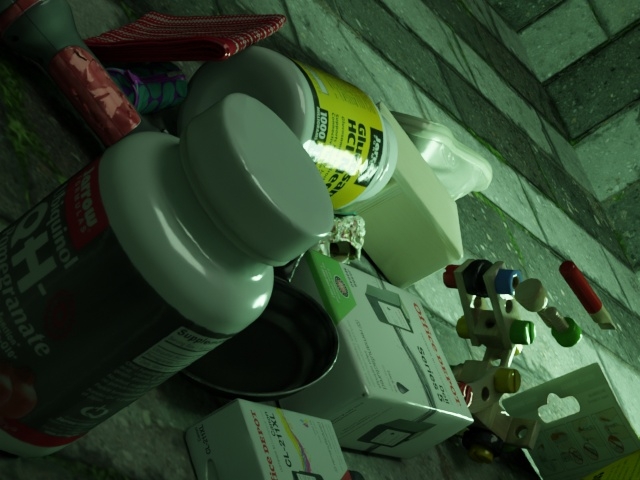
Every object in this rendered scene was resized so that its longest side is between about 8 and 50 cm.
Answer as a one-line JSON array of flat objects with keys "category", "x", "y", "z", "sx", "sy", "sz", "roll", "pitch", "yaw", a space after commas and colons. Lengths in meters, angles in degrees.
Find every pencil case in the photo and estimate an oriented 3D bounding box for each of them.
[{"category": "pencil case", "x": -0.215, "y": -0.180, "z": 1.505, "sx": 0.064, "sy": 0.070, "sz": 0.152, "roll": 57, "pitch": 22, "yaw": -1}]

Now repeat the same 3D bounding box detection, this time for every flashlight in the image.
[{"category": "flashlight", "x": -0.256, "y": -0.171, "z": 1.366, "sx": 0.304, "sy": 0.103, "sz": 0.103, "roll": 53, "pitch": 48, "yaw": -12}]

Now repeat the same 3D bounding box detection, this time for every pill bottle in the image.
[{"category": "pill bottle", "x": -0.150, "y": 0.025, "z": 1.006, "sx": 0.176, "sy": 0.319, "sz": 0.176, "roll": 45, "pitch": 23, "yaw": -26}, {"category": "pill bottle", "x": -0.027, "y": -0.137, "z": 1.685, "sx": 0.334, "sy": 0.188, "sz": 0.188, "roll": 8, "pitch": 52, "yaw": -62}]

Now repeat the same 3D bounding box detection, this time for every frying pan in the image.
[{"category": "frying pan", "x": -0.085, "y": 0.062, "z": 1.369, "sx": 0.197, "sy": 0.053, "sz": 0.326, "roll": 7, "pitch": 35, "yaw": -11}]

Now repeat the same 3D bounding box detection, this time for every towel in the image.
[{"category": "towel", "x": -0.168, "y": -0.255, "z": 1.566, "sx": 0.275, "sy": 0.199, "sz": 0.031, "roll": -53, "pitch": 143, "yaw": -68}]

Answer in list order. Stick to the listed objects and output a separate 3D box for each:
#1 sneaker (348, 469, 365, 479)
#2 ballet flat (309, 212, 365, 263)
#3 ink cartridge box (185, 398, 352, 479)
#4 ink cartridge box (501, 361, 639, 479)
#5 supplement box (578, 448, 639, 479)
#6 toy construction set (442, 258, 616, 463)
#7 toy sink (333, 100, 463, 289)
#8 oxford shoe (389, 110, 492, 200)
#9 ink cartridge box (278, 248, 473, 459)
[{"category": "sneaker", "x": 0.118, "y": 0.363, "z": 1.382, "sx": 0.300, "sy": 0.121, "sz": 0.111, "roll": 53, "pitch": 21, "yaw": -9}, {"category": "ballet flat", "x": 0.000, "y": 0.000, "z": 1.707, "sx": 0.241, "sy": 0.091, "sz": 0.077, "roll": -2, "pitch": 84, "yaw": -61}, {"category": "ink cartridge box", "x": -0.042, "y": 0.240, "z": 1.276, "sx": 0.175, "sy": 0.072, "sz": 0.127, "roll": 25, "pitch": 39, "yaw": -55}, {"category": "ink cartridge box", "x": 0.465, "y": 0.364, "z": 1.916, "sx": 0.091, "sy": 0.308, "sz": 0.385, "roll": -27, "pitch": 83, "yaw": -26}, {"category": "supplement box", "x": 0.433, "y": 0.400, "z": 1.685, "sx": 0.194, "sy": 0.357, "sz": 0.195, "roll": 59, "pitch": 21, "yaw": 5}, {"category": "toy construction set", "x": 0.264, "y": 0.170, "z": 1.765, "sx": 0.237, "sy": 0.309, "sz": 0.257, "roll": 48, "pitch": 30, "yaw": -34}, {"category": "toy sink", "x": 0.101, "y": -0.066, "z": 1.945, "sx": 0.234, "sy": 0.131, "sz": 0.152, "roll": 51, "pitch": 21, "yaw": -28}, {"category": "oxford shoe", "x": 0.192, "y": -0.125, "z": 2.254, "sx": 0.449, "sy": 0.169, "sz": 0.130, "roll": 17, "pitch": 88, "yaw": -70}, {"category": "ink cartridge box", "x": 0.049, "y": 0.146, "z": 1.549, "sx": 0.273, "sy": 0.115, "sz": 0.198, "roll": 23, "pitch": 39, "yaw": -55}]
